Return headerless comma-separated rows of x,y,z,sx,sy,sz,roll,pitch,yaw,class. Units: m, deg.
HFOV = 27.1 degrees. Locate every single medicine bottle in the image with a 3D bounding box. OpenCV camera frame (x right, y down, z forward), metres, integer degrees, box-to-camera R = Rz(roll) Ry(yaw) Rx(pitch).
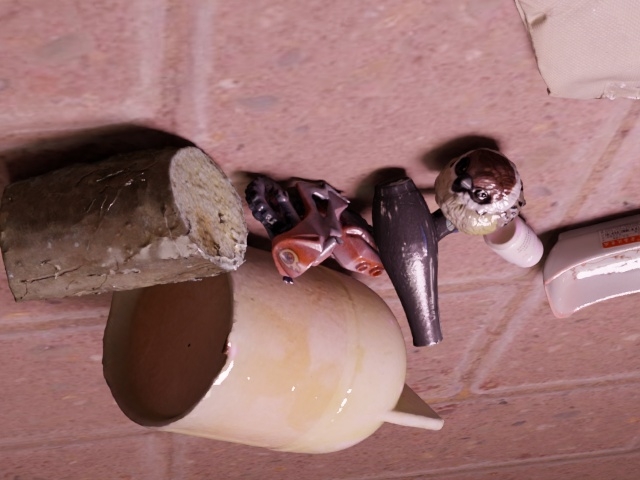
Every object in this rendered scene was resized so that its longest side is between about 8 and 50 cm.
0.241,0.000,1.647,0.052,0.052,0.089,-20,153,23,medicine bottle
-0.039,0.141,1.636,0.235,0.236,0.406,-28,148,36,medicine bottle

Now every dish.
0.391,0.022,1.719,0.212,0.077,0.151,-14,153,10,dish

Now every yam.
-0.211,-0.017,1.354,0.254,0.154,0.154,-8,156,7,yam

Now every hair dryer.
0.163,0.000,1.541,0.219,0.196,0.075,-22,-165,-30,hair dryer

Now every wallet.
0.344,-0.212,1.224,0.335,0.068,0.275,-5,152,6,wallet

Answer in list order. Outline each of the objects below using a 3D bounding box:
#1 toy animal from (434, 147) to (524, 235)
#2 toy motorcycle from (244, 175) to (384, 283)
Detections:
0.190,-0.056,1.471,0.137,0.098,0.098,-1,157,-44,toy animal
0.000,0.000,1.484,0.084,0.118,0.212,-39,144,27,toy motorcycle
